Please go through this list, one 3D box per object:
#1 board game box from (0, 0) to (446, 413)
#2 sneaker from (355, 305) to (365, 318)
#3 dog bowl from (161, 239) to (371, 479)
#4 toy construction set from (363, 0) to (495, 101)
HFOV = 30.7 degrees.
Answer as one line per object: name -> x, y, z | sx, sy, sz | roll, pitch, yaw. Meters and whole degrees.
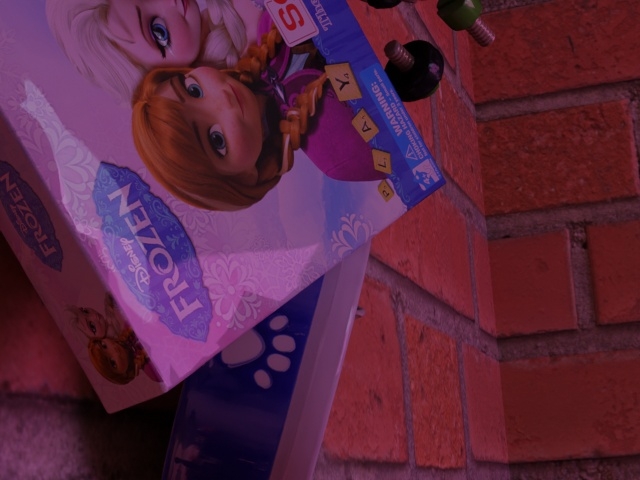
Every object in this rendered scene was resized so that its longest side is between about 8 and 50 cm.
board game box -> -0.091, -0.106, 0.749 | 0.318, 0.066, 0.319 | -36, 98, -46
sneaker -> 0.000, 0.000, 1.232 | 0.069, 0.083, 0.186 | -48, 129, -68
dog bowl -> -0.042, 0.102, 0.923 | 0.265, 0.104, 0.265 | -165, -90, -90
toy construction set -> -0.049, -0.236, 1.095 | 0.237, 0.257, 0.309 | 36, 15, -40
